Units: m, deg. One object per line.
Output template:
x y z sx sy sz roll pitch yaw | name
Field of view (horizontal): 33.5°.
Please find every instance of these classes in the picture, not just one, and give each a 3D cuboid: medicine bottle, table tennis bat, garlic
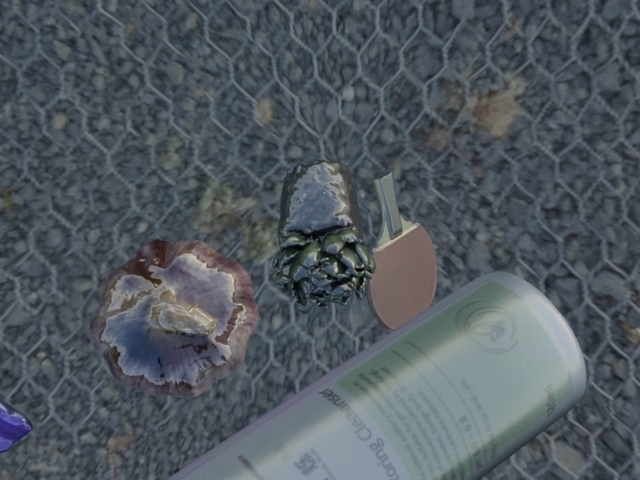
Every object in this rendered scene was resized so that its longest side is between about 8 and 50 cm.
-0.005 0.079 0.329 0.199 0.058 0.057 -29 94 -24 | medicine bottle
0.099 0.016 1.383 0.130 0.019 0.220 -31 118 -37 | table tennis bat
-0.210 0.106 1.508 0.245 0.160 0.244 -1 75 3 | garlic

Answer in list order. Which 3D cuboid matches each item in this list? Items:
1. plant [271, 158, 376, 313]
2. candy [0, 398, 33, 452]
0.000 0.000 0.982 0.095 0.092 0.143 -8 64 2 | plant
-0.326 0.124 0.710 0.275 0.145 0.070 -17 51 32 | candy
